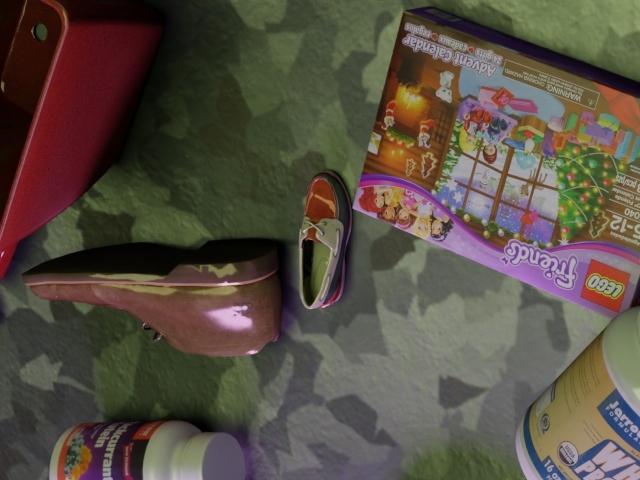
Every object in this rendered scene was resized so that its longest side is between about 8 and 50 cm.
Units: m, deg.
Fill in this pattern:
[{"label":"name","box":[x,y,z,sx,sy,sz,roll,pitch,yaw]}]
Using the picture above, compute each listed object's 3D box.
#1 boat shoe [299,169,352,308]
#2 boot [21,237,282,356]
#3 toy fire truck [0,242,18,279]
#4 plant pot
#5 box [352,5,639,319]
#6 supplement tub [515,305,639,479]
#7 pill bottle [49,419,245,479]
[{"label":"boat shoe","box":[0.000,0.000,1.784,0.049,0.043,0.137,9,103,32]},{"label":"boot","box":[-0.178,0.064,1.875,0.305,0.112,0.115,1,111,29]},{"label":"toy fire truck","box":[-0.461,-0.013,2.005,0.254,0.169,0.302,28,115,4]},{"label":"plant pot","box":[-0.316,-0.177,1.826,0.267,0.236,0.267,31,114,22]},{"label":"box","box":[0.185,-0.072,1.647,0.293,0.057,0.200,23,112,25]},{"label":"supplement tub","box":[0.278,0.148,1.571,0.144,0.144,0.199,48,128,14]},{"label":"pill bottle","box":[-0.180,0.244,1.904,0.194,0.108,0.108,-5,97,32]}]
